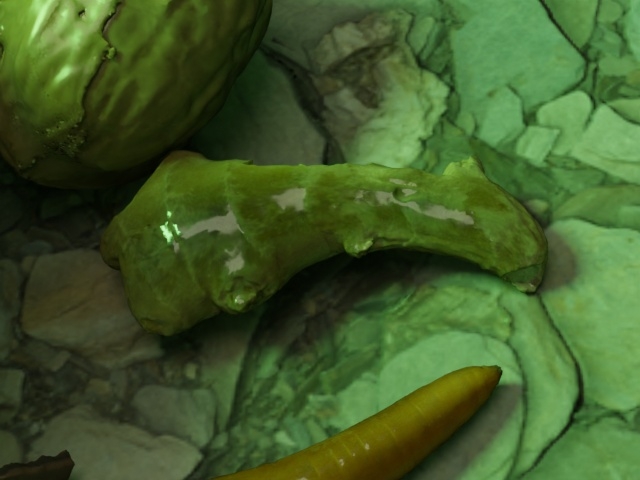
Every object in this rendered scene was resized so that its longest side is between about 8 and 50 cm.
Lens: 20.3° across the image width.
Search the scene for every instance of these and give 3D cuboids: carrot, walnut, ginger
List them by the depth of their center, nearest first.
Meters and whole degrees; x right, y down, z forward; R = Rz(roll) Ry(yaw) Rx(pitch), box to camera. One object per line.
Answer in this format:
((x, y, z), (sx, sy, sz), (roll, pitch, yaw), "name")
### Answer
((-0.004, 0.146, 1.075), (0.271, 0.066, 0.062), (-20, 99, -7), "carrot")
((0.000, 0.000, 1.158), (0.295, 0.086, 0.131), (0, 53, 5), "ginger")
((-0.141, -0.143, 1.214), (0.198, 0.198, 0.245), (23, 69, 23), "walnut")

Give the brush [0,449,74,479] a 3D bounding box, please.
((-0.276, 0.153, 1.026), (0.301, 0.084, 0.071), (-1, 56, -38), "brush")
